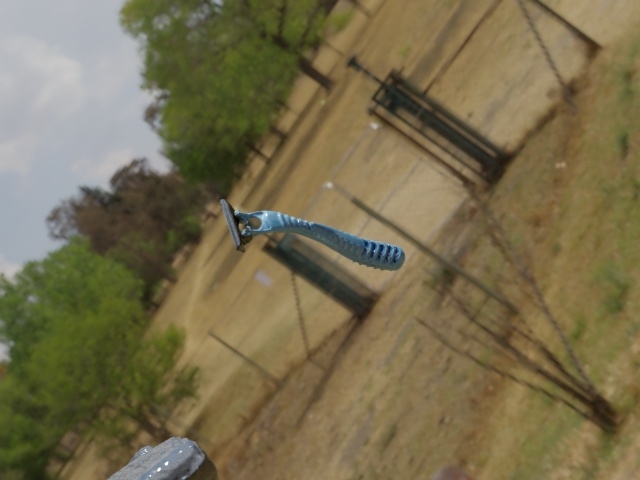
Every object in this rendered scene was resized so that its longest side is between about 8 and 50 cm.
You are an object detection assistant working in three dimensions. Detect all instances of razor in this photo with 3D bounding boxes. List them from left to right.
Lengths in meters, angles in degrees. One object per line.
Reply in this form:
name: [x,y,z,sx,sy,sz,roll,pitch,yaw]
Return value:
razor: [-0.307,0.428,1.713,0.327,0.107,0.189,-42,16,-30]
razor: [0.000,0.000,1.392,0.042,0.253,0.082,-53,39,30]
